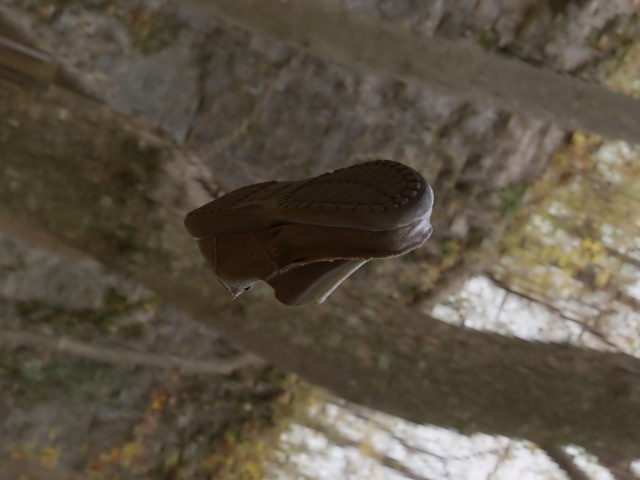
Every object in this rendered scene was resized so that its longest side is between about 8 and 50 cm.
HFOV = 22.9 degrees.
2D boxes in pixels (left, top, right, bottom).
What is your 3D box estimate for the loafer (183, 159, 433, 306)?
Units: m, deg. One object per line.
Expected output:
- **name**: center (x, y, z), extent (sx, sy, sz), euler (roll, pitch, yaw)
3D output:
- **loafer**: center (0.000, 0.000, 1.695), extent (0.366, 0.134, 0.130), euler (-3, -68, 55)
